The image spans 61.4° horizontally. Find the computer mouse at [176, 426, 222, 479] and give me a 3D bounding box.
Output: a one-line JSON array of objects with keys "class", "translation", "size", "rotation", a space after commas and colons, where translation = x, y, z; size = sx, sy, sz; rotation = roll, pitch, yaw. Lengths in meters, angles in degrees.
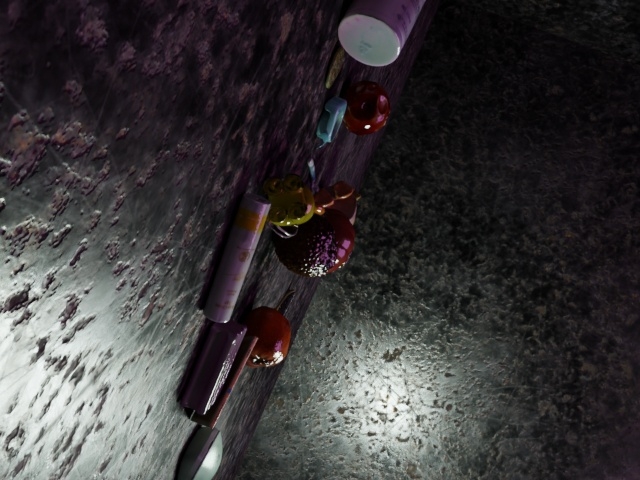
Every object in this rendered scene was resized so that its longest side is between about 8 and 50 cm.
[{"class": "computer mouse", "translation": [-0.350, 0.665, 1.602], "size": [0.159, 0.097, 0.288], "rotation": [-63, 172, -49]}]

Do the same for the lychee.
[{"class": "lychee", "translation": [-0.042, 0.014, 1.487], "size": [0.188, 0.188, 0.188], "rotation": [23, 90, -84]}]

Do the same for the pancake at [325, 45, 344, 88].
[{"class": "pancake", "translation": [0.037, -0.421, 1.306], "size": [0.108, 0.017, 0.108], "rotation": [24, 90, -87]}]

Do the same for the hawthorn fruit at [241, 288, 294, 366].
[{"class": "hawthorn fruit", "translation": [-0.137, 0.229, 1.577], "size": [0.165, 0.165, 0.285], "rotation": [105, 9, -53]}]

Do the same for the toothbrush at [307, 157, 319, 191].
[{"class": "toothbrush", "translation": [-0.020, -0.191, 1.614], "size": [0.275, 0.025, 0.019], "rotation": [83, 31, -78]}]

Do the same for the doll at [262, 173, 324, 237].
[{"class": "doll", "translation": [-0.064, -0.074, 1.220], "size": [0.221, 0.143, 0.135], "rotation": [75, 4, -78]}]

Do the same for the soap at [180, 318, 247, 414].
[{"class": "soap", "translation": [-0.245, 0.286, 1.248], "size": [0.122, 0.066, 0.203], "rotation": [-19, 131, -84]}]

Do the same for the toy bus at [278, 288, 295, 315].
[{"class": "toy bus", "translation": [-0.141, 0.254, 2.157], "size": [0.052, 0.037, 0.130], "rotation": [113, 3, -51]}]

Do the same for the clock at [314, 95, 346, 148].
[{"class": "clock", "translation": [0.024, -0.313, 1.464], "size": [0.108, 0.045, 0.147], "rotation": [-54, 167, -61]}]

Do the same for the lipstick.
[{"class": "lipstick", "translation": [-0.166, 0.038, 1.060], "size": [0.059, 0.059, 0.263], "rotation": [-45, 157, -73]}]

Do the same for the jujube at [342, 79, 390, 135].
[{"class": "jujube", "translation": [0.129, -0.392, 1.632], "size": [0.230, 0.155, 0.155], "rotation": [178, -65, -86]}]

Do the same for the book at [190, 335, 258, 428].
[{"class": "book", "translation": [-0.247, 0.356, 1.380], "size": [0.170, 0.018, 0.241], "rotation": [-21, -142, 60]}]

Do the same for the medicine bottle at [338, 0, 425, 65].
[{"class": "medicine bottle", "translation": [0.156, -0.547, 1.243], "size": [0.152, 0.152, 0.253], "rotation": [97, 17, -68]}]

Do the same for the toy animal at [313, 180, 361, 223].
[{"class": "toy animal", "translation": [0.059, -0.107, 1.969], "size": [0.196, 0.168, 0.281], "rotation": [-23, 174, -5]}]

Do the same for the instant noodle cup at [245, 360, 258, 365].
[{"class": "instant noodle cup", "translation": [-0.196, 0.337, 1.666], "size": [0.127, 0.127, 0.135], "rotation": [-64, -179, -27]}]

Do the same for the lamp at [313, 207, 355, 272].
[{"class": "lamp", "translation": [0.000, 0.000, 1.710], "size": [0.227, 0.227, 0.226], "rotation": [23, 90, -84]}]
